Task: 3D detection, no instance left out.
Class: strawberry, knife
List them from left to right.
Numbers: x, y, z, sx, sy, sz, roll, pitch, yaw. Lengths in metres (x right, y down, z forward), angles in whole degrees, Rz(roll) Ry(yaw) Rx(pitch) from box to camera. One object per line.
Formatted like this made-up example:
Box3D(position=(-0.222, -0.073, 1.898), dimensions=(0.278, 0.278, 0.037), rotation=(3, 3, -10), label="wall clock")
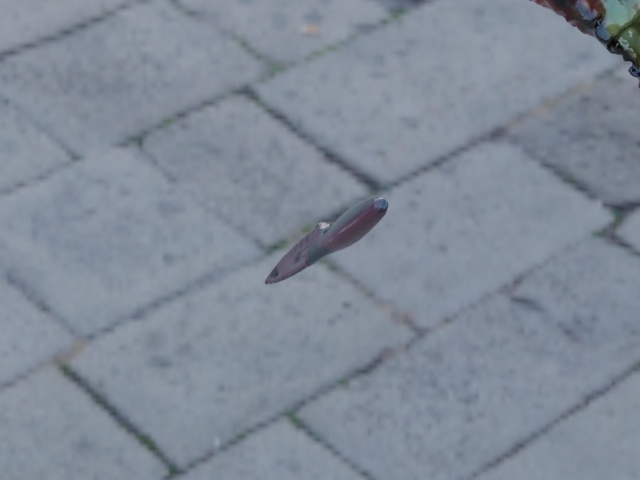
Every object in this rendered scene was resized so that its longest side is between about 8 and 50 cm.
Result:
Box3D(position=(0.000, 0.000, 1.473), dimensions=(0.018, 0.247, 0.035), rotation=(21, 71, -16), label="knife")
Box3D(position=(0.298, -0.237, 1.857), dimensions=(0.233, 0.137, 0.306), rotation=(35, 11, -11), label="strawberry")
